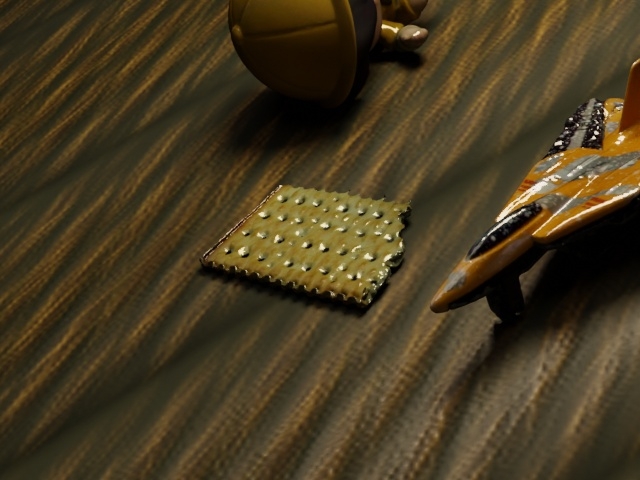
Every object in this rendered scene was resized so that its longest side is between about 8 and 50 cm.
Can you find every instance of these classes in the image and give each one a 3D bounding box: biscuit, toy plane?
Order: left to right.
[{"bbox_3d":[0.000,-0.001,1.489,0.203,0.016,0.144,11,43,40],"label":"biscuit"},{"bbox_3d":[0.208,-0.020,1.343,0.316,0.103,0.204,-43,37,-22],"label":"toy plane"}]

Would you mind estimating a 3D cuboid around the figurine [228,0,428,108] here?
[{"bbox_3d":[0.011,-0.240,1.715,0.167,0.192,0.257,-29,-3,36],"label":"figurine"}]
